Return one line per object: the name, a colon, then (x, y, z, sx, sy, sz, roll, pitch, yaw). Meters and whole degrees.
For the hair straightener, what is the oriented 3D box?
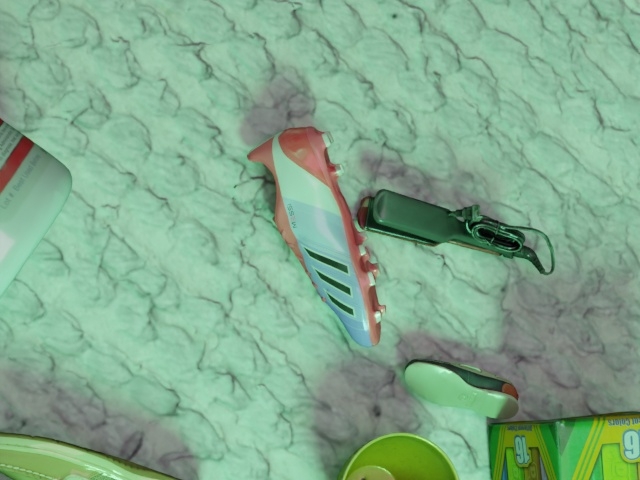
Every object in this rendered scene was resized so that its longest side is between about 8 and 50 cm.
hair straightener: (0.159, -0.006, 1.795, 0.230, 0.089, 0.047, 20, 73, -16)

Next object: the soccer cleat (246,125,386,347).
soccer cleat: (0.000, 0.000, 1.756, 0.095, 0.083, 0.248, -17, 94, 9)

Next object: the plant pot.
plant pot: (0.068, 0.269, 1.725, 0.134, 0.095, 0.134, 2, 82, -18)

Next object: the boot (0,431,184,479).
boot: (-0.245, 0.307, 1.618, 0.262, 0.095, 0.203, 21, 78, -18)

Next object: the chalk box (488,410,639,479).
chalk box: (0.302, 0.330, 1.753, 0.180, 0.179, 0.288, -3, 84, -19)

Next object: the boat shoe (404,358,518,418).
boat shoe: (0.153, 0.155, 1.799, 0.137, 0.049, 0.043, 19, 35, -13)

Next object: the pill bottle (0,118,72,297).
pill bottle: (-0.454, -0.086, 1.522, 0.408, 0.229, 0.229, 36, 73, -11)
